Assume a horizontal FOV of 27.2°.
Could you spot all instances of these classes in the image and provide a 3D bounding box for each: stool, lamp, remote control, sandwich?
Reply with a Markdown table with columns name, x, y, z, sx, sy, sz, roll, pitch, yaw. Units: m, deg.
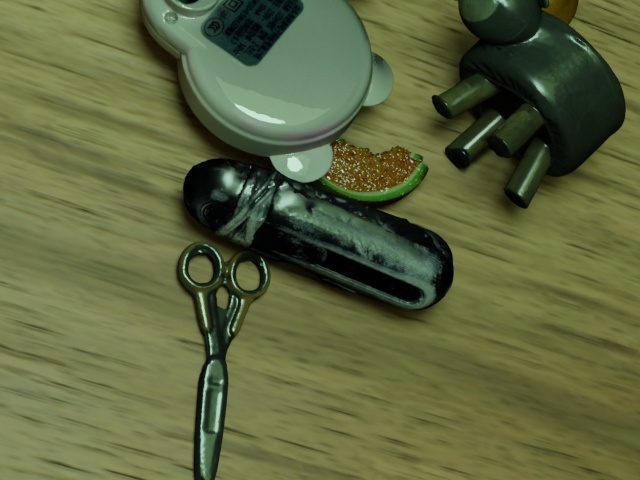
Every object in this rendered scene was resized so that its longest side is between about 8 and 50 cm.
| name | x | y | z | sx | sy | sz | roll | pitch | yaw |
| --- | --- | --- | --- | --- | --- | --- | --- | --- | --- |
| stool | 0.181 | -0.146 | 1.267 | 0.139 | 0.153 | 0.228 | -43 | 101 | -14 |
| lamp | -0.061 | -0.175 | 1.223 | 0.246 | 0.108 | 0.179 | 40 | 63 | -4 |
| remote control | 0.000 | 0.000 | 1.197 | 0.266 | 0.090 | 0.066 | 20 | 32 | -17 |
| sandwich | 0.038 | -0.063 | 1.269 | 0.135 | 0.029 | 0.067 | 4 | 69 | -16 |

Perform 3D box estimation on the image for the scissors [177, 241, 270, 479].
| name | x | y | z | sx | sy | sz | roll | pitch | yaw |
| --- | --- | --- | --- | --- | --- | --- | --- | --- | --- |
| scissors | -0.094 | 0.111 | 1.185 | 0.088 | 0.017 | 0.220 | 10 | 73 | -20 |

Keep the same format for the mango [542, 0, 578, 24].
| name | x | y | z | sx | sy | sz | roll | pitch | yaw |
| --- | --- | --- | --- | --- | --- | --- | --- | --- | --- |
| mango | 0.212 | -0.275 | 1.358 | 0.105 | 0.084 | 0.159 | 16 | 50 | -14 |
